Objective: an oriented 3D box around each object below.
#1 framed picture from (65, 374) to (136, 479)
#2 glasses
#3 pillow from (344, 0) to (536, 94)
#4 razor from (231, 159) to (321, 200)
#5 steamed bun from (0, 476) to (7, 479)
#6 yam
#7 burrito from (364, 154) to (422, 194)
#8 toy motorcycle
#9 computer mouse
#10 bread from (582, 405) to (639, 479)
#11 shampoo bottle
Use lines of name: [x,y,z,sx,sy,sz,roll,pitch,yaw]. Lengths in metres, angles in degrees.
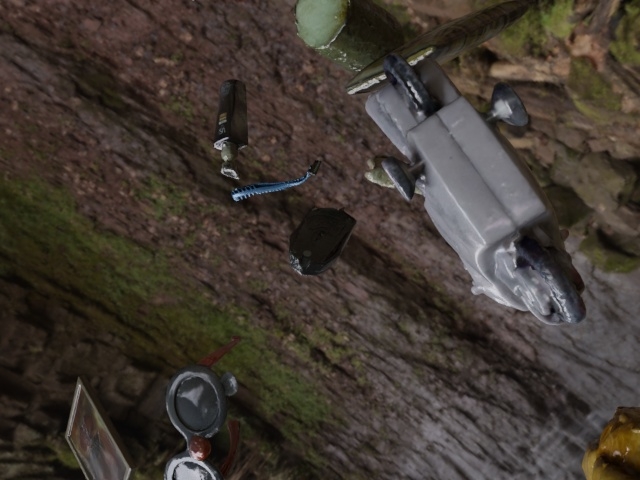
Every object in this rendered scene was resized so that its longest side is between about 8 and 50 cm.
framed picture: [-0.517,0.487,1.432,0.020,0.211,0.289,-7,-141,-44]
glasses: [-0.145,0.273,0.991,0.118,0.234,0.268,4,-169,14]
pillow: [0.164,-0.274,0.873,0.208,0.212,0.052,-7,110,61]
razor: [-0.117,-0.148,1.615,0.082,0.253,0.042,-74,-34,-58]
steamed bun: [-0.458,0.384,0.698,0.283,0.177,0.283,14,-136,-14]
yam: [0.078,-0.547,1.603,0.195,0.195,0.300,40,-162,31]
burrito: [0.159,-0.103,1.043,0.188,0.045,0.058,13,-133,-20]
toy motorcycle: [0.131,-0.038,0.526,0.260,0.110,0.171,58,-176,16]
computer mouse: [0.002,0.002,1.431,0.126,0.231,0.071,16,138,14]
bread: [0.342,0.234,0.542,0.198,0.120,0.236,18,-179,16]
shampoo bottle: [-0.179,-0.226,1.253,0.064,0.207,0.057,19,151,-39]
